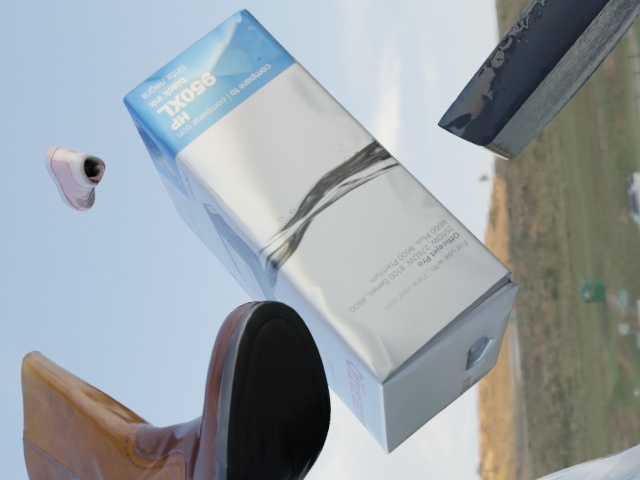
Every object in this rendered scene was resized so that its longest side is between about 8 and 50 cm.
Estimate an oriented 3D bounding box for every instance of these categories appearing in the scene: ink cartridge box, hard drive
[{"bbox_3d":[0.000,0.000,1.083,0.395,0.166,0.285,47,168,21],"label":"ink cartridge box"},{"bbox_3d":[0.218,-0.181,0.931,0.254,0.054,0.172,-51,-17,12],"label":"hard drive"}]

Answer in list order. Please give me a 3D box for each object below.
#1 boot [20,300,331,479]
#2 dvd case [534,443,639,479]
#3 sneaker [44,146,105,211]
[{"bbox_3d":[-0.121,0.133,0.761,0.096,0.280,0.264,-26,-56,-40],"label":"boot"},{"bbox_3d":[0.173,0.210,0.787,0.164,0.221,0.018,-30,-98,-36],"label":"dvd case"},{"bbox_3d":[-0.329,-0.080,1.456,0.134,0.070,0.051,72,-150,-57],"label":"sneaker"}]
